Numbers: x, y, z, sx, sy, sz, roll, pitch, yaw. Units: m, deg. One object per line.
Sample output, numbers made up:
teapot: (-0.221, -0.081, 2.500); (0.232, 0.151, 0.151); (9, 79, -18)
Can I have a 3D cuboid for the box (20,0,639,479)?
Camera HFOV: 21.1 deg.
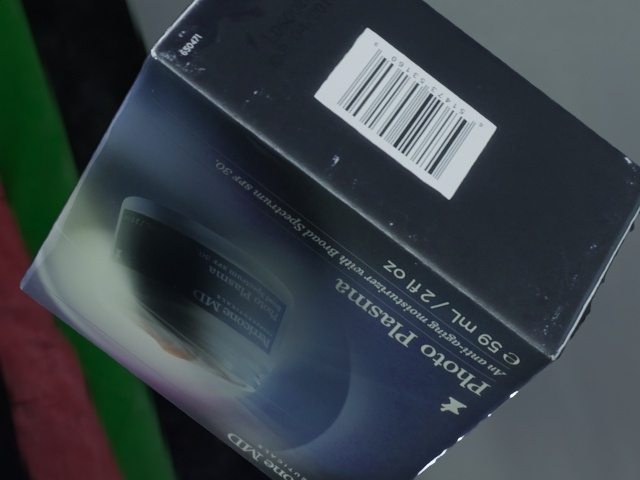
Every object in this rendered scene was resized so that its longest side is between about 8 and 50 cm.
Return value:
box: (0.000, 0.000, 1.122); (0.296, 0.294, 0.183); (37, -128, -1)
